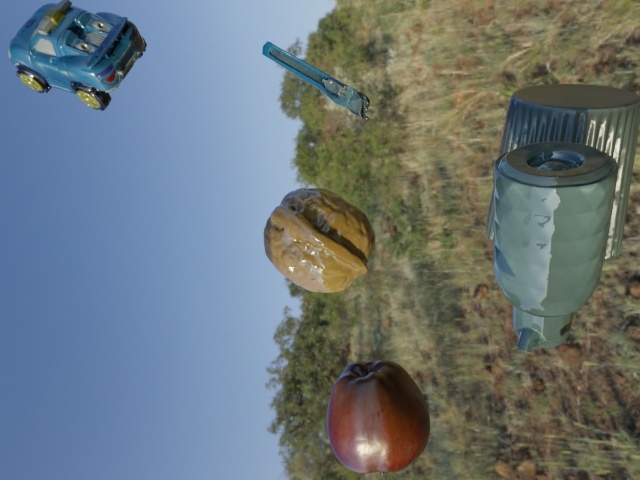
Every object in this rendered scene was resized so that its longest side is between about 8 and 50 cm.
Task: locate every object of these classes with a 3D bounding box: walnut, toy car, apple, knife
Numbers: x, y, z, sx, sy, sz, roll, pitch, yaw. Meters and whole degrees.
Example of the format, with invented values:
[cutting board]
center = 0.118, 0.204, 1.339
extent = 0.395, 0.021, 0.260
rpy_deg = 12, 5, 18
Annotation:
[walnut]
center = 0.000, 0.000, 1.181
extent = 0.224, 0.257, 0.257
rpy_deg = -57, -12, -6
[toy car]
center = -0.533, -0.417, 1.111
extent = 0.166, 0.314, 0.198
rpy_deg = 75, -142, -63
[apple]
center = 0.116, 0.372, 1.098
extent = 0.234, 0.234, 0.233
rpy_deg = -1, -90, -83
[knife]
center = -0.013, -0.331, 1.069
extent = 0.026, 0.297, 0.044
rpy_deg = -20, -40, -57

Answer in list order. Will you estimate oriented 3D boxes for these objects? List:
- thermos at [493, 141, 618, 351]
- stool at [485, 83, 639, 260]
[thermos]
center = 0.321, 0.011, 0.733
extent = 0.182, 0.145, 0.286
rpy_deg = -38, -49, -38
[stool]
center = 0.530, -0.155, 1.152
extent = 0.297, 0.297, 0.330
rpy_deg = -78, -13, -61
